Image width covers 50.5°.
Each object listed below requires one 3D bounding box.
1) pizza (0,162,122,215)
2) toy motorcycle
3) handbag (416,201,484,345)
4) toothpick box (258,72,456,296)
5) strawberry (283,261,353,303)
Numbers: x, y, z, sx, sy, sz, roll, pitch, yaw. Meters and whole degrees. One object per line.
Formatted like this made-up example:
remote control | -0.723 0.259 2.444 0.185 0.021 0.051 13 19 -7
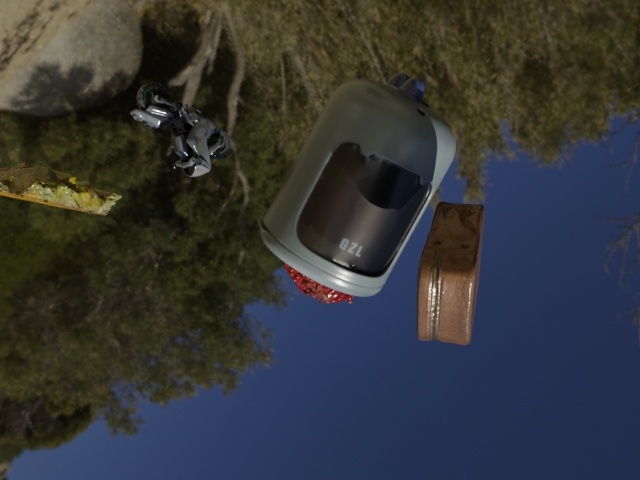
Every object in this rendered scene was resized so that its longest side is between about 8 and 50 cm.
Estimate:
pizza | -0.516 -0.104 1.297 0.288 0.280 0.075 -176 -83 -68
toy motorcycle | -0.340 -0.256 1.647 0.106 0.270 0.159 -6 -120 49
handbag | 0.175 0.044 0.903 0.072 0.151 0.193 4 -148 14
toothpick box | 0.073 -0.115 1.141 0.354 0.263 0.263 -61 -158 14
strawberry | -0.002 0.002 1.727 0.292 0.343 0.292 -23 -135 26
